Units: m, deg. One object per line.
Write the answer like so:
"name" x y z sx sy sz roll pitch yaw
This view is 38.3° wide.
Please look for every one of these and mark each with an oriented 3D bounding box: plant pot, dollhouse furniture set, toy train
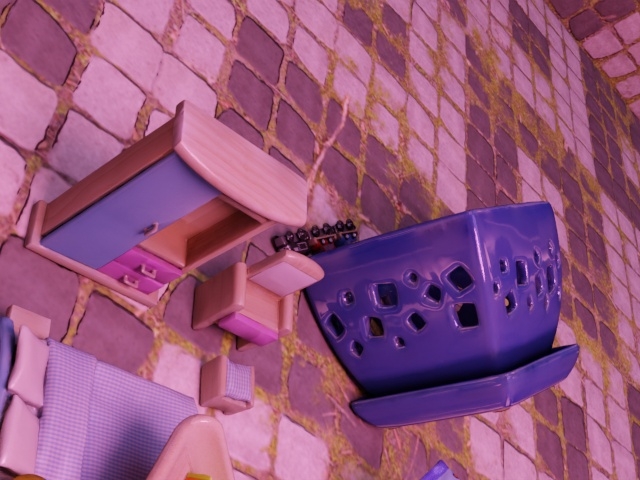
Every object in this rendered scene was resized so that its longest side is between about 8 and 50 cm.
"plant pot" 0.149 0.087 1.055 0.236 0.236 0.212 -7 80 -55
"dollhouse furniture set" -0.098 0.103 0.728 0.286 0.198 0.303 32 45 -38
"toy train" 0.000 0.000 1.087 0.158 0.027 0.036 -13 82 -56

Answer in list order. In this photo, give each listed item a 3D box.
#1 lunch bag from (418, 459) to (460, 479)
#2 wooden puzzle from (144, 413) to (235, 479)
"lunch bag" 0.079 0.367 0.800 0.221 0.138 0.293 47 36 16
"wooden puzzle" -0.107 0.277 0.644 0.238 0.044 0.220 -56 146 -51
